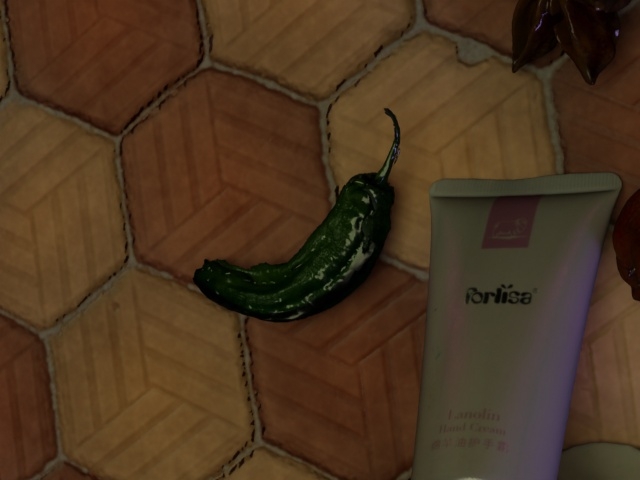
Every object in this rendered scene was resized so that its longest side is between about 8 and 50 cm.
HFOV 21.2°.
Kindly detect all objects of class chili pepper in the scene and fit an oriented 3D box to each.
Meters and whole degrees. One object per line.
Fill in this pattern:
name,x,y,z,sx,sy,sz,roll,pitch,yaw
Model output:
chili pepper,0.000,0.001,1.656,0.279,0.065,0.122,-37,81,22

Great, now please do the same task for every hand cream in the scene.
hand cream,0.162,0.089,1.519,0.185,0.118,0.359,-3,57,23

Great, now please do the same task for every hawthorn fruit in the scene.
hawthorn fruit,0.327,0.000,1.497,0.138,0.133,0.133,-36,76,-5

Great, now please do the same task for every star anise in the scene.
star anise,0.225,-0.242,1.540,0.212,0.111,0.196,-45,41,36

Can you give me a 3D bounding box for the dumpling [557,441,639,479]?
dumpling,0.260,0.301,1.527,0.318,0.187,0.243,3,52,13
